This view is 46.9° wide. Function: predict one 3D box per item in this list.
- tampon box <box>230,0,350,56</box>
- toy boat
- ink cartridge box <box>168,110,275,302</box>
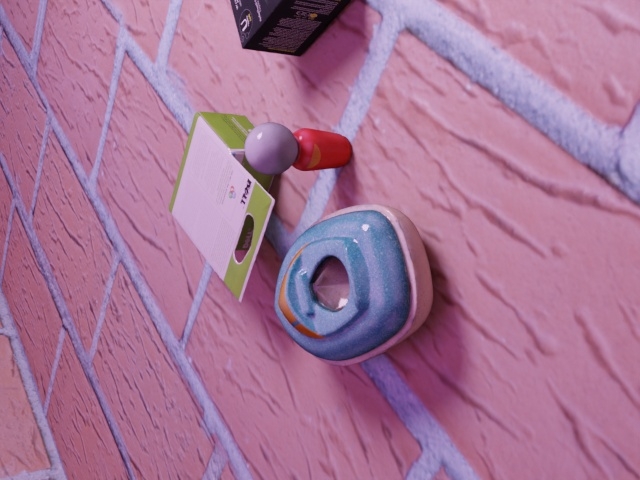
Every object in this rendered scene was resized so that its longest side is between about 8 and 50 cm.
[{"bbox_3d":[-0.041,-0.347,1.001,0.161,0.101,0.120,-34,65,50],"label":"tampon box"},{"bbox_3d":[0.000,0.000,0.931,0.267,0.148,0.318,-33,66,49],"label":"toy boat"},{"bbox_3d":[-0.124,-0.055,1.138,0.255,0.097,0.189,47,128,38],"label":"ink cartridge box"}]
